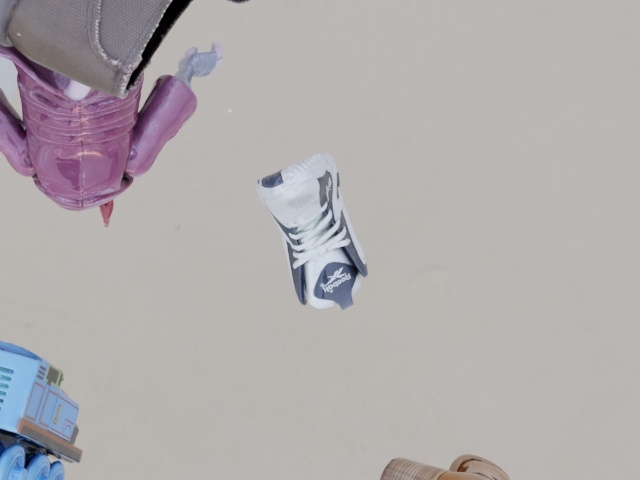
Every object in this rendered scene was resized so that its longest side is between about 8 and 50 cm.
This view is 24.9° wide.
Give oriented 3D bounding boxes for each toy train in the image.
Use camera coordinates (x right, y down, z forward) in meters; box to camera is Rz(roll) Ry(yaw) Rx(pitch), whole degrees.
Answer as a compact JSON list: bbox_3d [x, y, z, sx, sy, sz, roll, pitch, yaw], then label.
[{"bbox_3d":[-0.221,0.136,1.043,0.080,0.184,0.105,15,77,11],"label":"toy train"}]

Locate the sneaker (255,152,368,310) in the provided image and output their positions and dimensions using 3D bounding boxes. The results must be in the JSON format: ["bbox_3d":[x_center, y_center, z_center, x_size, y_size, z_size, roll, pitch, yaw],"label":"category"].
[{"bbox_3d":[0.000,0.000,1.594,0.094,0.235,0.153,-23,80,-7],"label":"sneaker"}]

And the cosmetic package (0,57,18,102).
[{"bbox_3d":[-0.580,-0.226,1.589,0.394,0.329,0.327,45,134,11],"label":"cosmetic package"}]

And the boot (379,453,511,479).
[{"bbox_3d":[0.156,0.236,1.212,0.152,0.197,0.073,18,92,37],"label":"boot"}]

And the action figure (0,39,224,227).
[{"bbox_3d":[-0.189,-0.130,1.218,0.248,0.275,0.370,-6,136,-9],"label":"action figure"}]

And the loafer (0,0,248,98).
[{"bbox_3d":[-0.054,-0.220,0.963,0.366,0.134,0.130,-43,87,-15],"label":"loafer"}]
